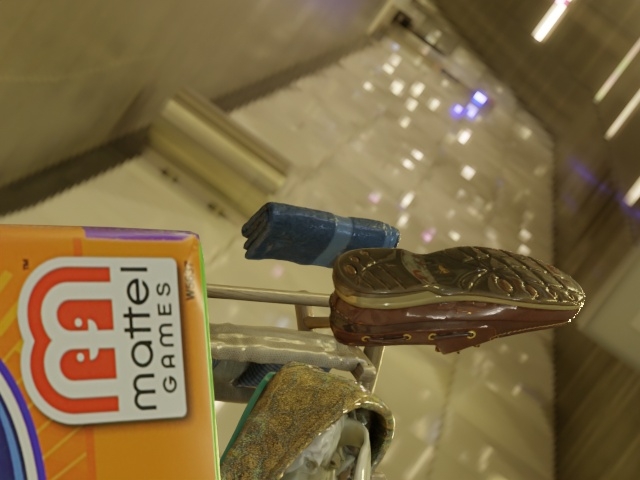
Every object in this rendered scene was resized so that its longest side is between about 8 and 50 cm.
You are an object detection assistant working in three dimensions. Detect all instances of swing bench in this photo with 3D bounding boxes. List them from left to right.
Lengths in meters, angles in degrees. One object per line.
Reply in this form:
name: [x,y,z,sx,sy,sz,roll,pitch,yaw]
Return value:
swing bench: [-0.080,0.163,1.298,0.165,0.253,0.254,-4,-98,55]

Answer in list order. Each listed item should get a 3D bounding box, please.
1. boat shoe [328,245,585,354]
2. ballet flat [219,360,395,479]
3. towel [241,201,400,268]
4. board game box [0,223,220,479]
boat shoe: [0.089,0.043,0.945,0.064,0.178,0.060,-112,-151,-54]
ballet flat: [-0.044,0.208,0.905,0.123,0.123,0.348,-54,-179,43]
towel: [0.000,0.000,1.144,0.067,0.119,0.029,134,-39,-54]
board game box: [-0.269,0.194,0.478,0.356,0.356,0.356,1,170,-38]
